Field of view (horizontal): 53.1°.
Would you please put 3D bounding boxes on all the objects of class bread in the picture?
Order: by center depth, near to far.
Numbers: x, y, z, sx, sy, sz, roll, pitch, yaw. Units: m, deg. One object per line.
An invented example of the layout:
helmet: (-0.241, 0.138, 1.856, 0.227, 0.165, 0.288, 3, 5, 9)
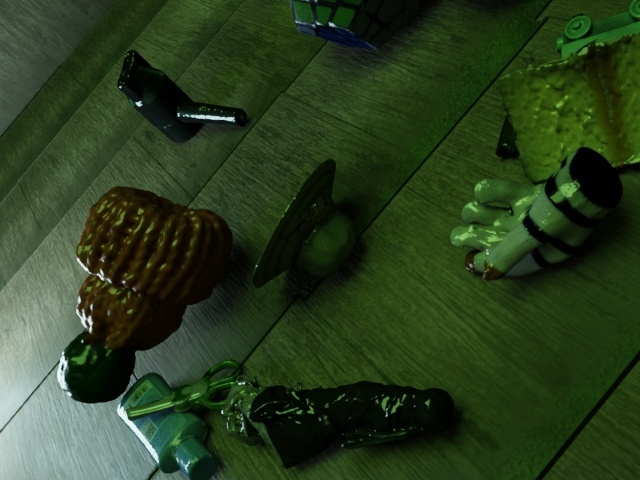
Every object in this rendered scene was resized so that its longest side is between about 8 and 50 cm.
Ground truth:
bread: (0.395, -0.181, 0.856, 0.266, 0.142, 0.178, -11, 95, 34)

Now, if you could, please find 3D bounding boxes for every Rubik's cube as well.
Rubik's cube: (0.059, -0.544, 1.302, 0.319, 0.319, 0.264, 25, 104, 48)

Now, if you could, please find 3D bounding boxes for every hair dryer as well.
hair dryer: (-0.319, -0.332, 1.519, 0.302, 0.244, 0.116, 11, 73, 29)

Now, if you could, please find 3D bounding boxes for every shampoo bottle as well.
shampoo bottle: (-0.259, 0.323, 1.093, 0.104, 0.061, 0.258, -51, 40, -12)

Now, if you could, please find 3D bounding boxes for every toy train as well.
toy train: (0.435, -0.294, 0.942, 0.172, 0.070, 0.099, -9, 65, 37)

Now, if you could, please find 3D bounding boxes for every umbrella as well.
umbrella: (0.010, 0.243, 0.880, 0.358, 0.113, 0.106, -11, 32, 36)
umbrella: (0.306, -0.186, 1.001, 0.036, 0.031, 0.133, 14, 68, 18)

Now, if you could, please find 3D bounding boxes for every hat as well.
hat: (0.000, 0.000, 1.056, 0.110, 0.252, 0.252, 31, 81, 8)
hat: (-0.320, 0.112, 1.195, 0.285, 0.285, 0.400, 14, 92, 46)

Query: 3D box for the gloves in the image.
gloves: (0.280, -0.021, 0.849, 0.218, 0.131, 0.140, 126, 149, -46)

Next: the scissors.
scissors: (-0.228, 0.264, 1.074, 0.204, 0.027, 0.101, -19, 30, -1)
